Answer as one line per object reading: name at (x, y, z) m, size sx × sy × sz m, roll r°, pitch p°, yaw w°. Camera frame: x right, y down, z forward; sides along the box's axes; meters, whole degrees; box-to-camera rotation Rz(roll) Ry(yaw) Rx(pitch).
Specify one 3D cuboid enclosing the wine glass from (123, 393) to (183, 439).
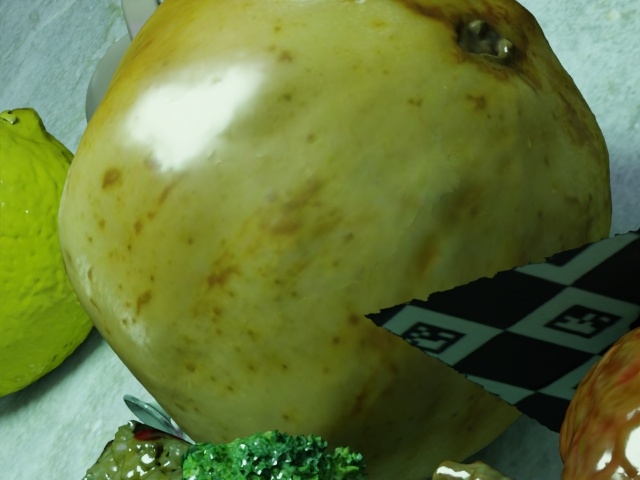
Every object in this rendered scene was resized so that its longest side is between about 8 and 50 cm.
wine glass at (-0.095, 0.097, 1.267) m, size 0.073 × 0.073 × 0.155 m, roll 10°, pitch 59°, yaw 53°

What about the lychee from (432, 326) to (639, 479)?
lychee at (0.192, 0.155, 0.690) m, size 0.300 × 0.255 × 0.255 m, roll 8°, pitch 45°, yaw 12°

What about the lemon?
lemon at (-0.341, 0.022, 1.449) m, size 0.321 × 0.268 × 0.268 m, roll -66°, pitch 24°, yaw 18°

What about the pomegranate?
pomegranate at (0.000, 0.000, 1.033) m, size 0.410 × 0.410 × 0.410 m, roll -28°, pitch 31°, yaw 18°

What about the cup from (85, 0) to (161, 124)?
cup at (-0.132, -0.113, 1.416) m, size 0.192 × 0.253 × 0.200 m, roll -17°, pitch 33°, yaw -2°

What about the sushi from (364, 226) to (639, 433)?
sushi at (0.218, 0.031, 0.781) m, size 0.294 × 0.292 × 0.059 m, roll -18°, pitch 55°, yaw 33°

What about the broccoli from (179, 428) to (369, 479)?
broccoli at (-0.029, 0.240, 0.848) m, size 0.295 × 0.265 × 0.245 m, roll -19°, pitch -3°, yaw -18°

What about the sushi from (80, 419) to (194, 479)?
sushi at (-0.111, 0.216, 1.055) m, size 0.147 × 0.115 × 0.212 m, roll -48°, pitch 27°, yaw -5°
